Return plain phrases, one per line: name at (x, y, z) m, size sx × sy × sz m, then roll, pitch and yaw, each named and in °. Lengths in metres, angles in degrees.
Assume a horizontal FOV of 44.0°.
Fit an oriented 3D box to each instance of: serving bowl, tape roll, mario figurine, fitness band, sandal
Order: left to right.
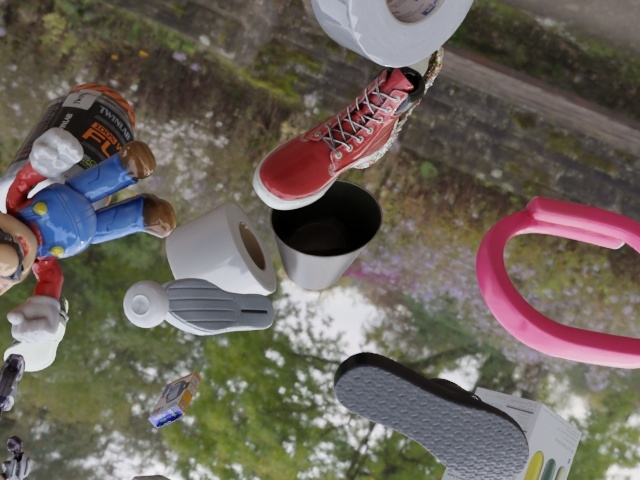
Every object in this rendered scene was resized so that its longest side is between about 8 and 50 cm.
mario figurine at (-0.327, -0.005, 0.961) m, size 0.198 × 0.321 × 0.170 m, roll 54°, pitch 150°, yaw 13°
serving bowl at (-0.305, 0.111, 1.368) m, size 0.083 × 0.083 × 0.027 m, roll 24°, pitch -173°, yaw 12°
tape roll at (-0.235, 0.049, 1.906) m, size 0.246 × 0.169 × 0.246 m, roll 59°, pitch -168°, yaw -21°
tape roll at (0.093, -0.315, 0.913) m, size 0.072 × 0.219 × 0.219 m, roll 37°, pitch -170°, yaw 37°
sandal at (0.230, 0.326, 1.544) m, size 0.446 × 0.167 × 0.107 m, roll 33°, pitch -152°, yaw -16°
fitness band at (0.336, 0.054, 1.004) m, size 0.291 × 0.208 × 0.054 m, roll 10°, pitch 150°, yaw -14°

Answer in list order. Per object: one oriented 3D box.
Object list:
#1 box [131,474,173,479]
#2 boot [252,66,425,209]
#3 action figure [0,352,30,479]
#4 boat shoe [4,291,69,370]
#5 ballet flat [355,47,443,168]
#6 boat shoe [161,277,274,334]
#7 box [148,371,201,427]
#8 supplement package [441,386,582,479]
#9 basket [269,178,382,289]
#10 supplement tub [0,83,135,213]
box at (-0.167, 0.355, 0.841) m, size 0.130 × 0.170 × 0.091 m, roll 22°, pitch 169°, yaw 13°
boot at (0.028, -0.141, 1.004) m, size 0.088 × 0.244 × 0.176 m, roll 50°, pitch 141°, yaw 6°
action figure at (-0.518, 0.289, 1.162) m, size 0.185 × 0.099 × 0.285 m, roll 17°, pitch -137°, yaw -21°
boat shoe at (-0.670, 0.220, 1.881) m, size 0.109 × 0.091 × 0.305 m, roll 19°, pitch 140°, yaw -25°
ballet flat at (0.111, -0.222, 1.233) m, size 0.091 × 0.240 × 0.077 m, roll 32°, pitch 177°, yaw -5°
boat shoe at (-0.220, 0.144, 1.578) m, size 0.094 × 0.109 × 0.302 m, roll -18°, pitch 158°, yaw 35°
box at (-0.307, 0.336, 1.663) m, size 0.028 × 0.081 × 0.136 m, roll 57°, pitch -158°, yaw -16°
supplement package at (0.458, 0.525, 1.899) m, size 0.199 × 0.262 × 0.198 m, roll 37°, pitch 160°, yaw -35°
basket at (0.000, 0.000, 1.518) m, size 0.205 × 0.154 × 0.227 m, roll -6°, pitch 159°, yaw -9°
supplement tub at (-0.483, -0.155, 1.548) m, size 0.194 × 0.193 × 0.316 m, roll 23°, pitch -134°, yaw -12°
